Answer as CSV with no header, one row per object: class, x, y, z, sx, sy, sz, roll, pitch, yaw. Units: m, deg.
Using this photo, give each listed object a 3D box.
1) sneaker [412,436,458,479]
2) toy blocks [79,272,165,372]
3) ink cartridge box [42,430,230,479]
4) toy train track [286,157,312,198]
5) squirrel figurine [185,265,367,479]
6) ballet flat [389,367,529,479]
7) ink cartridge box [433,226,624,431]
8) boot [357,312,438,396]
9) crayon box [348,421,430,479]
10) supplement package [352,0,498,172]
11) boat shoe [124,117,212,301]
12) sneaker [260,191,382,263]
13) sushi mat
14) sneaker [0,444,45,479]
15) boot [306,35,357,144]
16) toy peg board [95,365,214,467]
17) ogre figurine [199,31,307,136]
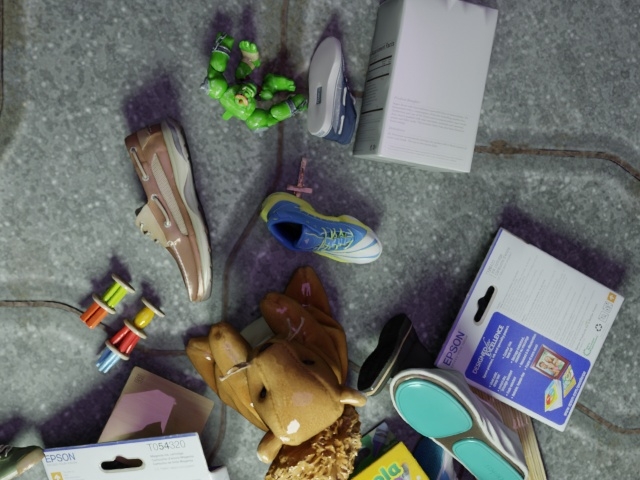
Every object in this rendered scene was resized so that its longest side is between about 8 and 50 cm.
sneaker,0.235,0.487,1.675,0.092,0.087,0.228,2,95,-32
toy blocks,-0.369,0.150,1.503,0.123,0.054,0.148,41,85,-15
ink cartridge box,-0.294,0.483,1.467,0.324,0.071,0.329,-10,99,20
toy train track,-0.037,-0.113,1.582,0.048,0.014,0.083,10,87,-7
squirrel figurine,-0.027,0.277,1.435,0.281,0.370,0.396,-26,101,-11
ballet flat,0.260,0.327,1.594,0.139,0.139,0.400,-48,119,-6
ink cartridge box,0.408,0.175,1.680,0.307,0.072,0.303,28,84,-9
boot,0.157,0.249,1.593,0.137,0.077,0.198,51,48,-17
crayon box,0.135,0.523,1.571,0.203,0.083,0.323,-36,73,-6
supplement package,0.185,-0.280,1.536,0.178,0.175,0.292,10,93,-13
boat shoe,-0.264,-0.046,1.486,0.117,0.123,0.324,-13,92,-5
sneaker,0.000,0.000,1.536,0.240,0.126,0.091,21,115,-8
sushi mat,0.364,0.397,1.724,0.152,0.019,0.316,-18,99,-10
sneaker,-0.572,0.379,1.450,0.192,0.064,0.086,-28,95,12
boot,0.027,-0.273,1.564,0.086,0.069,0.189,16,80,-44
toy peg board,-0.305,0.333,1.535,0.161,0.079,0.160,28,72,-15
ogre figurine,-0.126,-0.268,1.508,0.197,0.097,0.118,46,66,-32
